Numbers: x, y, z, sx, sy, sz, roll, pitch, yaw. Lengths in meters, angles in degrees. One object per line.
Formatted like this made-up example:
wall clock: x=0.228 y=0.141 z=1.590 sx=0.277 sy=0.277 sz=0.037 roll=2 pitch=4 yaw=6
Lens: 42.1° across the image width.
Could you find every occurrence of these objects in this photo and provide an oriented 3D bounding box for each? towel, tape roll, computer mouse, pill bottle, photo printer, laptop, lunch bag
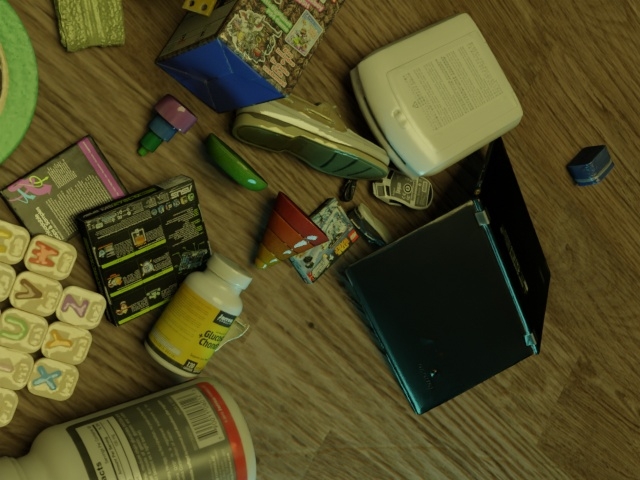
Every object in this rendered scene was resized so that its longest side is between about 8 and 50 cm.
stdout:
towel: x=-0.354 y=-0.366 z=1.263 sx=0.110 sy=0.027 sz=0.148 roll=-16 pitch=106 yaw=-33
tape roll: x=-0.550 y=-0.222 z=1.115 sx=0.321 sy=0.077 sz=0.321 roll=0 pitch=91 yaw=-34
computer mouse: x=0.128 y=-0.102 z=1.582 sx=0.193 sy=0.042 sz=0.106 roll=16 pitch=77 yaw=-27
pill bottle: x=-0.295 y=0.347 z=1.212 sx=0.362 sy=0.210 sz=0.210 roll=-14 pitch=98 yaw=-32
photo printer: x=0.212 y=-0.267 z=1.563 sx=0.307 sy=0.107 sz=0.256 roll=-32 pitch=92 yaw=-32
laptop: x=0.278 y=0.063 z=1.665 sx=0.382 sy=0.236 sz=0.408 roll=63 pitch=32 yaw=-27
lunch bag: x=0.617 y=-0.168 z=1.883 sx=0.098 sy=0.067 sz=0.065 roll=-41 pitch=112 yaw=-27
pill bottle: x=-0.187 y=0.114 z=1.303 sx=0.103 sy=0.103 sz=0.184 roll=32 pitch=95 yaw=-29

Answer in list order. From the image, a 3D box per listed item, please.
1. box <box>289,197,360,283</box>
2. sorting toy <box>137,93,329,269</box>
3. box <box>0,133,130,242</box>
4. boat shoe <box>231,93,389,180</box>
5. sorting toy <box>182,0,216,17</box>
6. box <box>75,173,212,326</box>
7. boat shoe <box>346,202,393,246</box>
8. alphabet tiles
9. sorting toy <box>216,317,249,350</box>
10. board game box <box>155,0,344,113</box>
box: x=0.000 y=0.000 z=1.506 sx=0.137 sy=0.027 sz=0.094 roll=-43 pitch=111 yaw=-25
sorting toy: x=-0.153 y=-0.076 z=1.374 sx=0.365 sy=0.127 sz=0.126 roll=41 pitch=94 yaw=-20
box: x=-0.384 y=-0.070 z=1.254 sx=0.162 sy=0.029 sz=0.116 roll=-39 pitch=110 yaw=-28
boat shoe: x=-0.004 y=-0.192 z=1.444 sx=0.302 sy=0.113 sz=0.103 roll=19 pitch=68 yaw=-28
sorting toy: x=-0.234 y=-0.452 z=1.257 sx=0.132 sy=0.274 sz=0.046 roll=-44 pitch=160 yaw=2
box: x=-0.266 y=0.014 z=1.301 sx=0.190 sy=0.045 sz=0.184 roll=-26 pitch=121 yaw=-30
boat shoe: x=0.097 y=-0.018 z=1.563 sx=0.125 sy=0.038 sz=0.046 roll=45 pitch=23 yaw=-35
alphabet tiles: x=-0.462 y=0.118 z=1.188 sx=0.278 sy=0.021 sz=0.284 roll=23 pitch=84 yaw=-25
sorting toy: x=-0.176 y=0.144 z=1.388 sx=0.083 sy=0.045 sz=0.075 roll=43 pitch=76 yaw=-26
board game box: x=-0.093 y=-0.368 z=1.319 sx=0.141 sy=0.232 sz=0.291 roll=38 pitch=71 yaw=-29
